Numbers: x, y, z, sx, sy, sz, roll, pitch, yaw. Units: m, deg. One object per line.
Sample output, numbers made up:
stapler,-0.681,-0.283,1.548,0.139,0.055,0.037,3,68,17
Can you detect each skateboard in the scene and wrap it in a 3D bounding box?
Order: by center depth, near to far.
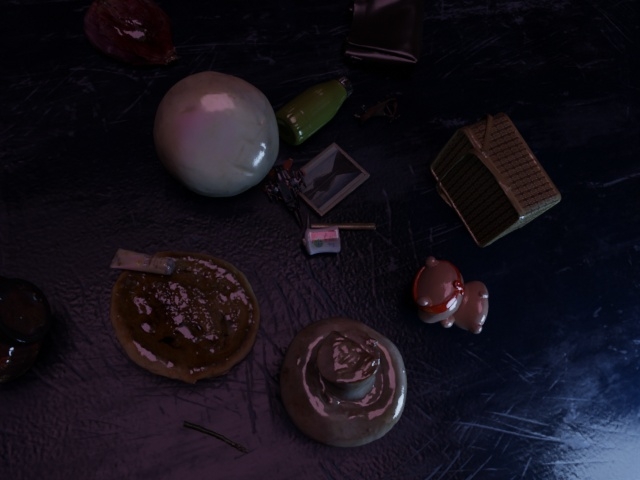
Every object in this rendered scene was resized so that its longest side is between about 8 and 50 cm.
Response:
skateboard,0.180,-0.387,1.597,0.151,0.067,0.080,-29,86,-25

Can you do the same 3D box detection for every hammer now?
hammer,0.057,-0.043,1.456,0.198,0.013,0.062,0,68,-12

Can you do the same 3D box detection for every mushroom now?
mushroom,0.059,0.307,1.167,0.297,0.290,0.298,4,68,-9
mushroom,-0.243,-0.290,1.337,0.315,0.315,0.356,27,73,-1

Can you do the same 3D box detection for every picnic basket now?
picnic basket,0.467,-0.169,1.479,0.175,0.228,0.313,-23,76,-22

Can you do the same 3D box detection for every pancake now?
pancake,-0.308,0.168,1.237,0.356,0.065,0.356,13,56,-20

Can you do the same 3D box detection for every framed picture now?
framed picture,0.021,-0.175,1.493,0.203,0.015,0.150,-40,77,-23

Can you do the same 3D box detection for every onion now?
onion,-0.524,-0.610,1.501,0.283,0.120,0.227,33,71,2

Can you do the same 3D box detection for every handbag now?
handbag,0.202,-0.673,1.684,0.256,0.113,0.286,9,74,-2

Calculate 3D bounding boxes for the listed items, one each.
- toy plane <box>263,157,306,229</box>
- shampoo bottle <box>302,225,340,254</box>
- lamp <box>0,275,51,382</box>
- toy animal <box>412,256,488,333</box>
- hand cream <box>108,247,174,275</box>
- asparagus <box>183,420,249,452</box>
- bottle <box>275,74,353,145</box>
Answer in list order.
toy plane,-0.084,-0.119,1.425,0.130,0.061,0.189,-21,83,13
shampoo bottle,0.000,0.000,1.407,0.099,0.043,0.072,-5,90,-14
lamp,-0.697,0.184,1.098,0.246,0.247,0.247,4,68,-10
toy animal,0.332,0.145,1.369,0.197,0.171,0.171,27,66,-9
hand cream,-0.411,0.049,1.225,0.143,0.039,0.061,10,51,-2
asparagus,-0.236,0.447,1.201,0.162,0.016,0.016,25,40,-2
bottle,-0.012,-0.386,1.523,0.112,0.112,0.260,45,67,7
